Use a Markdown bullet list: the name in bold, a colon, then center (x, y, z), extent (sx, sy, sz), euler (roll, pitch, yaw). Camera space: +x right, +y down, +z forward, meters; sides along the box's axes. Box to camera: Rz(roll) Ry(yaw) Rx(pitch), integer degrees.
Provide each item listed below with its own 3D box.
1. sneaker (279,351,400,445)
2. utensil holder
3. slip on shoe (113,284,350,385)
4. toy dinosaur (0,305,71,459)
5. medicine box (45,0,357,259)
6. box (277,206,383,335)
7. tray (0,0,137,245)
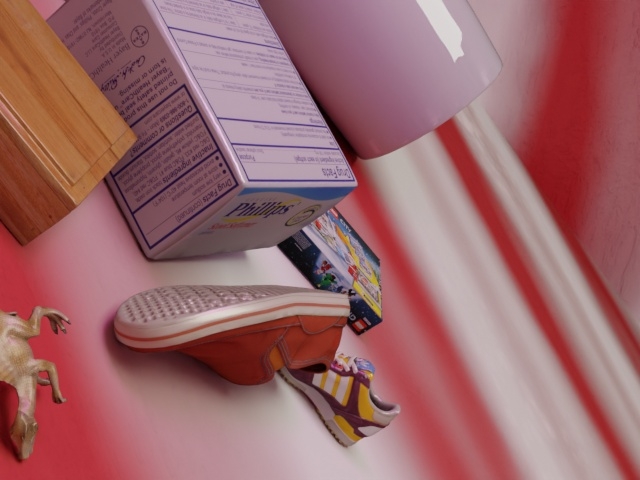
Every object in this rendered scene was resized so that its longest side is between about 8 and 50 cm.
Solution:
- **sneaker**: center (0.014, 0.147, 1.377), extent (0.185, 0.084, 0.069), euler (51, 19, -19)
- **utensil holder**: center (0.086, -0.378, 2.057), extent (0.385, 0.328, 0.327), euler (55, 18, -13)
- **slip on shoe**: center (-0.077, 0.096, 1.197), extent (0.331, 0.123, 0.101), euler (5, 91, -59)
- **toy dinosaur**: center (-0.237, 0.070, 0.908), extent (0.183, 0.053, 0.092), euler (60, 20, 7)
- **medicine box**: center (-0.131, -0.142, 1.338), extent (0.289, 0.149, 0.263), euler (62, 25, 11)
- **box**: center (0.000, 0.000, 1.647), extent (0.233, 0.044, 0.159), euler (49, 20, -23)
- **tray**: center (-0.339, -0.208, 1.079), extent (0.411, 0.076, 0.203), euler (52, 19, -13)
